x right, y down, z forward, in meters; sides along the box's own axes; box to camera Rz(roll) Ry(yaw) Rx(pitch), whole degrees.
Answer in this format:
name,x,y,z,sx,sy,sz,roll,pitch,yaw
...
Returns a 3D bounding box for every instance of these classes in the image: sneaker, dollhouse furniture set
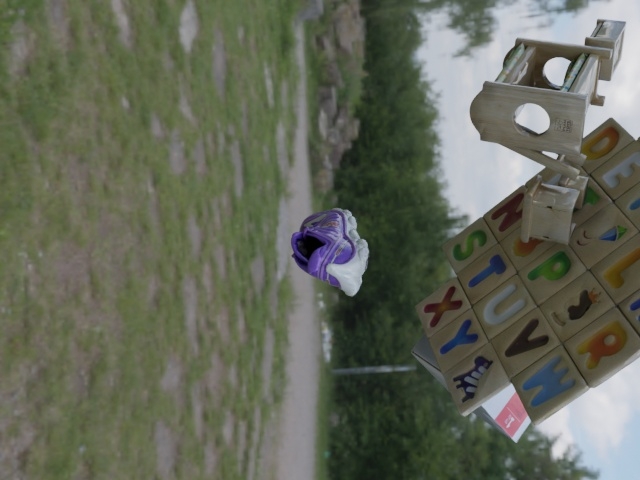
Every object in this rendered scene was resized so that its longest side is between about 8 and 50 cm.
name,x,y,z,sx,sy,sz,roll,pitch,yaw
sneaker,0.000,0.000,0.889,0.170,0.071,0.068,-129,-122,-72
dollhouse furniture set,0.222,-0.114,0.850,0.182,0.101,0.161,-50,146,-46

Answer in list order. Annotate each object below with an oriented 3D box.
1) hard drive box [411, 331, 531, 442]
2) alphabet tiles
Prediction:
name,x,y,z,sx,sy,sz,roll,pitch,yaw
hard drive box,0.232,0.089,0.981,0.232,0.089,0.181,-52,140,-6
alphabet tiles,0.244,0.013,0.815,0.011,0.342,0.285,43,16,-29
